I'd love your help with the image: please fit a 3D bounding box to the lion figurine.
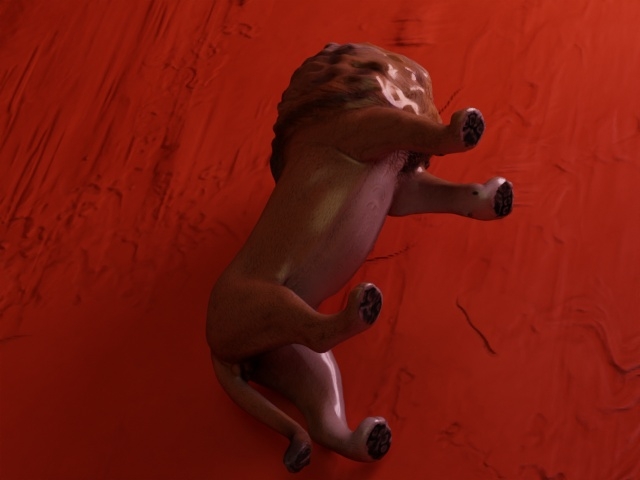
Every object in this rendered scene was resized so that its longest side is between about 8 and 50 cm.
[{"bbox_3d":[0.000,0.000,1.481,0.240,0.142,0.392,10,55,41],"label":"lion figurine"}]
